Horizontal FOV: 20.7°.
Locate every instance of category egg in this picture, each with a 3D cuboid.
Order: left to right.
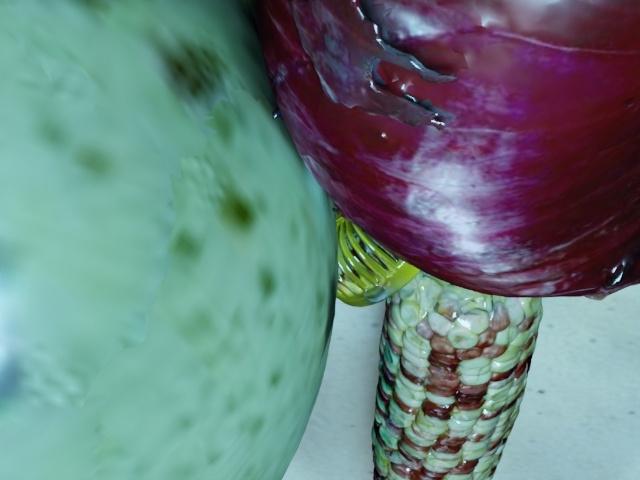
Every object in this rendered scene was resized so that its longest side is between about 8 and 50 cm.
[{"bbox_3d":[-0.167,0.018,0.726,0.345,0.345,0.428,8,156,-4],"label":"egg"}]

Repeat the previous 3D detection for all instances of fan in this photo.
[{"bbox_3d":[0.000,0.000,0.898,0.039,0.082,0.155,37,142,-27],"label":"fan"}]

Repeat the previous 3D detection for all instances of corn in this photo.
[{"bbox_3d":[0.072,0.087,0.983,0.086,0.086,0.253,4,141,0],"label":"corn"}]

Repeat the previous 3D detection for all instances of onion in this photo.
[{"bbox_3d":[0.099,-0.127,0.599,0.232,0.314,0.314,37,150,27],"label":"onion"}]
